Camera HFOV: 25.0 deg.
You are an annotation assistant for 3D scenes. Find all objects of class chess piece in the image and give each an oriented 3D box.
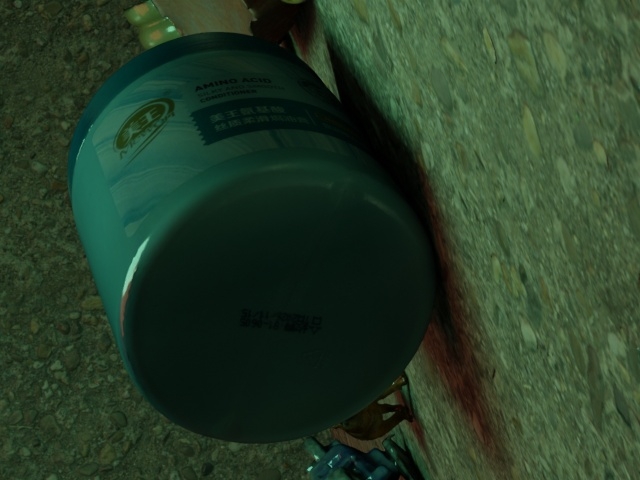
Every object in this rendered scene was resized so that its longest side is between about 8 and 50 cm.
[{"bbox_3d":[-0.201,-0.288,2.545,0.182,0.182,0.330,-138,24,-77],"label":"chess piece"}]

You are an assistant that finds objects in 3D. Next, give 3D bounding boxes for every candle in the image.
[{"bbox_3d":[-0.121,-0.339,1.694,0.287,0.131,0.317,35,162,50],"label":"candle"}]

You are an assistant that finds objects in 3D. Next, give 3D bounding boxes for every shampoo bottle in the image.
[{"bbox_3d":[-0.082,-0.006,1.527,0.342,0.331,0.331,-120,12,-56],"label":"shampoo bottle"}]

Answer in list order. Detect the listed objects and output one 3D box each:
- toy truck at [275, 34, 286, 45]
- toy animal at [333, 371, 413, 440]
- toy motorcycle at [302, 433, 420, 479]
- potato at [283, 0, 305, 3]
[{"bbox_3d":[-0.124,-0.304,1.969,0.111,0.136,0.285,-52,44,37],"label":"toy truck"},{"bbox_3d":[0.050,0.205,2.020,0.255,0.116,0.114,-123,16,-67],"label":"toy animal"},{"bbox_3d":[0.070,0.416,2.177,0.319,0.182,0.241,-150,41,-78],"label":"toy motorcycle"},{"bbox_3d":[-0.037,-0.289,1.517,0.083,0.062,0.068,43,158,-28],"label":"potato"}]
